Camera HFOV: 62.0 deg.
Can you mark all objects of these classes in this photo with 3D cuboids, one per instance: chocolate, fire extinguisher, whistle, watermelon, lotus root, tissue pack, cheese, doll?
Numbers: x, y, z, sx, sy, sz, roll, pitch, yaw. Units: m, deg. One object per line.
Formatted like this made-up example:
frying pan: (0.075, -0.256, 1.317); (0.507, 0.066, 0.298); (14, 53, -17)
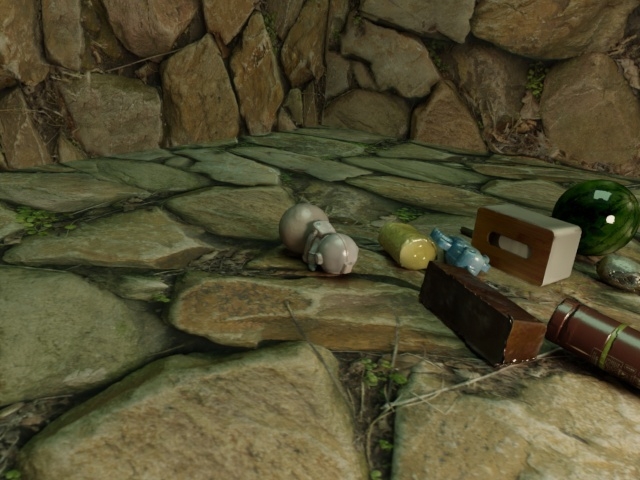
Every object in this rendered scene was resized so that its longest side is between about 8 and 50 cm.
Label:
chocolate: (0.339, 0.149, 1.135); (0.111, 0.112, 0.321); (7, 17, -22)
fire extinguisher: (0.591, 0.228, 0.965); (0.341, 0.105, 0.141); (31, 4, 38)
whistle: (0.383, 0.038, 1.446); (0.180, 0.093, 0.269); (28, 19, -7)
watermelon: (0.833, -0.068, 1.617); (0.242, 0.243, 0.242); (4, 20, -1)
lotus root: (0.814, 0.091, 1.412); (0.165, 0.088, 0.088); (30, 31, 31)
tissue pack: (0.563, 0.005, 1.480); (0.135, 0.160, 0.246); (-8, 23, -35)
cheese: (0.242, 0.010, 1.486); (0.123, 0.094, 0.167); (-3, 21, -14)
doll: (0.000, 0.000, 1.407); (0.150, 0.151, 0.287); (-9, 27, -31)

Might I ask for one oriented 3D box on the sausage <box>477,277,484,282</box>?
sausage: (0.344, 0.110, 1.315); (0.131, 0.041, 0.039); (3, -2, -4)

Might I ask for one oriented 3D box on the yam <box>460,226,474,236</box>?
yam: (0.534, 0.002, 1.673); (0.027, 0.029, 0.234); (-35, 38, -19)
